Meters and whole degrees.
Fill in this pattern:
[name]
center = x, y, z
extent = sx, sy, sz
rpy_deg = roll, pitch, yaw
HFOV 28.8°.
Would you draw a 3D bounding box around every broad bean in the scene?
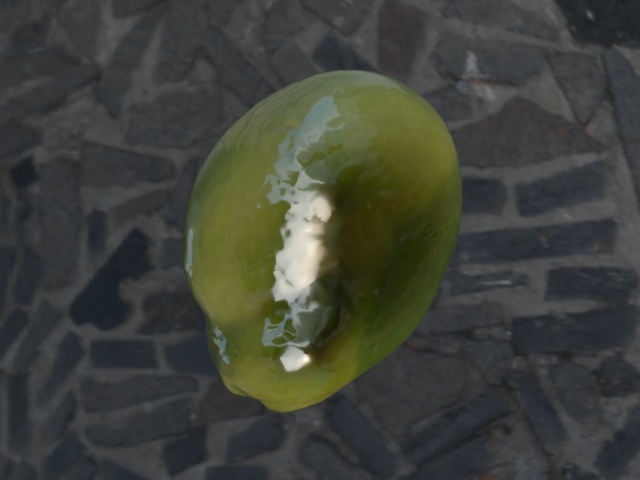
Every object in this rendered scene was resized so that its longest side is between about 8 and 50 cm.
[broad bean]
center = 0.000, 0.000, 1.018
extent = 0.291, 0.238, 0.119
rpy_deg = -65, 26, 2
